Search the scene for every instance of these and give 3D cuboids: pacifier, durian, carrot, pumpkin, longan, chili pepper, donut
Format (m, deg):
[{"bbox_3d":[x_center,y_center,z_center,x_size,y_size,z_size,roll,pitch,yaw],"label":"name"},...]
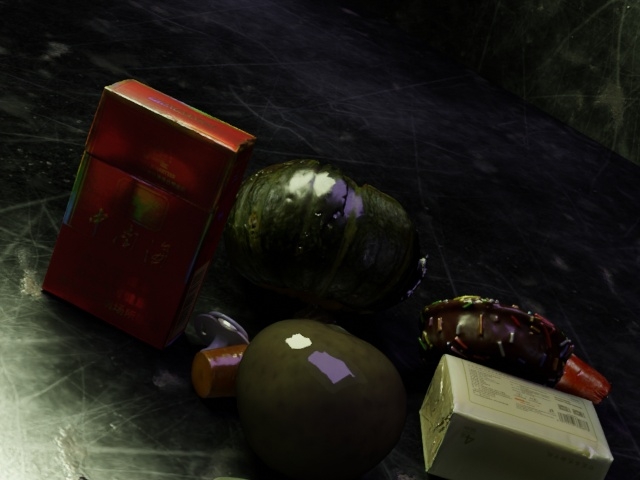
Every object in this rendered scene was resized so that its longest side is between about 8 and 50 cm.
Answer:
[{"bbox_3d":[-0.141,0.142,1.552,0.099,0.081,0.078,29,53,16],"label":"pacifier"},{"bbox_3d":[-0.003,0.133,1.674,0.091,0.080,0.080,21,22,-31],"label":"durian"},{"bbox_3d":[-0.073,0.174,1.516,0.193,0.087,0.087,10,27,-28],"label":"carrot"},{"bbox_3d":[0.000,0.000,1.726,0.320,0.192,0.320,19,-7,2],"label":"pumpkin"},{"bbox_3d":[-0.005,0.199,1.397,0.220,0.196,0.196,36,25,2],"label":"longan"},{"bbox_3d":[0.370,0.205,1.825,0.192,0.086,0.084,33,53,1],"label":"chili pepper"},{"bbox_3d":[0.252,0.167,1.668,0.235,0.235,0.089,20,63,-6],"label":"donut"}]

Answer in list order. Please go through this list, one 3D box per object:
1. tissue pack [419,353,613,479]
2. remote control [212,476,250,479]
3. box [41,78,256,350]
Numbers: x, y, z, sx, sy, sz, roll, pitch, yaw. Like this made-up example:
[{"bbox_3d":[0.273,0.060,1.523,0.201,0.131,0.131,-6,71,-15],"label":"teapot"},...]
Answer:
[{"bbox_3d":[0.263,0.269,1.556,0.234,0.125,0.159,18,24,-7],"label":"tissue pack"},{"bbox_3d":[-0.075,0.344,1.223,0.098,0.038,0.233,15,26,-14],"label":"remote control"},{"bbox_3d":[-0.234,-0.033,1.525,0.197,0.313,0.089,26,23,9],"label":"box"}]
